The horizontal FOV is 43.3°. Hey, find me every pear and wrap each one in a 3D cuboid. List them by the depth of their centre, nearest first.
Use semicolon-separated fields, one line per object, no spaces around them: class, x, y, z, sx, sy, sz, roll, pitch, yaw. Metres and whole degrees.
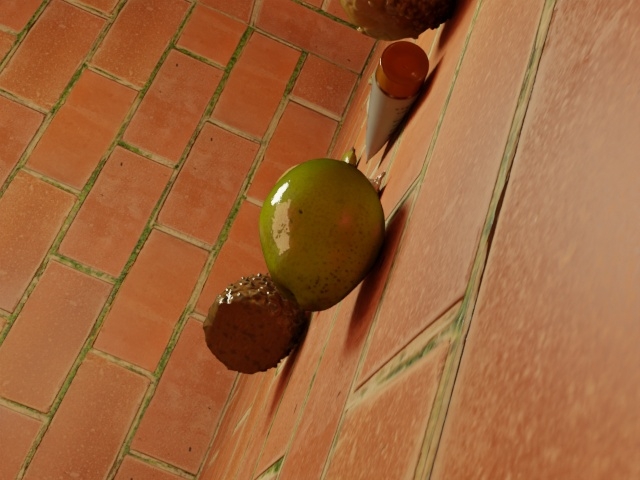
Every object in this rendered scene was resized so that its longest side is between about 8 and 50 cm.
pear;0.000;0.000;1.105;0.187;0.187;0.220;120;159;-59

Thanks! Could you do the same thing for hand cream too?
hand cream;0.135;-0.260;1.503;0.314;0.089;0.140;101;-168;-70

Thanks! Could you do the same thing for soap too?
soap;0.062;-0.174;2.156;0.089;0.045;0.140;118;173;-77

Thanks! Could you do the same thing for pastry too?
pastry;0.161;-0.508;1.445;0.316;0.184;0.284;-47;-50;-36

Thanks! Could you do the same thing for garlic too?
garlic;0.063;-0.076;1.421;0.152;0.066;0.084;122;173;-78

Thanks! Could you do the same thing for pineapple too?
pineapple;-0.118;0.144;1.764;0.202;0.202;0.362;-65;-3;21

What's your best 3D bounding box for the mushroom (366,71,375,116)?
mushroom;0.155;-0.406;2.248;0.059;0.054;0.202;120;168;-46

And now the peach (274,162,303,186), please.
peach;-0.012;-0.074;1.653;0.184;0.184;0.184;-157;90;-86

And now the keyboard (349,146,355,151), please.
keyboard;0.085;-0.237;2.427;0.055;0.017;0.166;-60;6;21
